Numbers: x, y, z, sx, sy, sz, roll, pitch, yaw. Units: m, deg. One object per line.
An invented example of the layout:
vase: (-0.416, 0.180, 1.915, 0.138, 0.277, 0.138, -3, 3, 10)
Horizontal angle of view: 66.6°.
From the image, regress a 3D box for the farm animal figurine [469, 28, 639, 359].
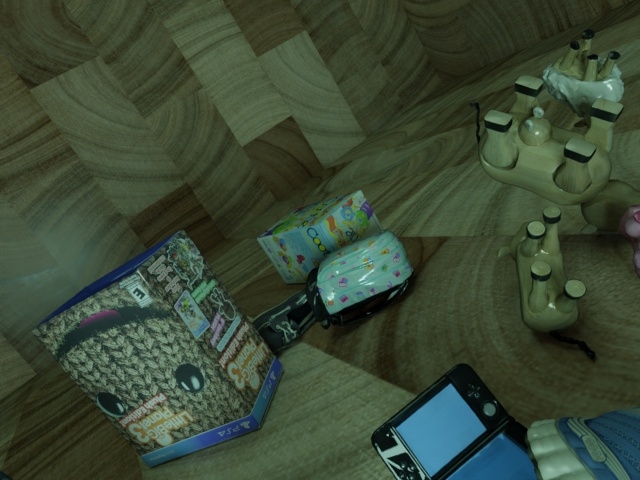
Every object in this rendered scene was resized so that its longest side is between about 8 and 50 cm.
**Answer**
farm animal figurine: (0.313, -0.061, 0.601, 0.330, 0.172, 0.327, -34, 56, -5)

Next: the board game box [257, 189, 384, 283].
board game box: (0.000, 0.000, 1.130, 0.142, 0.144, 0.275, -41, 17, -31)

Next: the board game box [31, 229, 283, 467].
board game box: (-0.243, 0.174, 0.766, 0.231, 0.291, 0.141, -27, 16, 21)

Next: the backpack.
backpack: (0.068, 0.060, 0.850, 0.181, 0.115, 0.152, -26, 13, 14)

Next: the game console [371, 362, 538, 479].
game console: (0.123, 0.183, 0.426, 0.122, 0.107, 0.071, -34, -14, -10)

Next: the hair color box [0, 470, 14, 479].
hair color box: (-0.354, 0.403, 0.403, 0.347, 0.174, 0.105, -48, 19, -24)

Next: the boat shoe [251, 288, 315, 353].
boat shoe: (-0.066, 0.154, 0.903, 0.206, 0.075, 0.064, -38, 12, -38)

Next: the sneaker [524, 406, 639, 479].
sneaker: (0.200, 0.169, 0.191, 0.147, 0.130, 0.330, -31, 14, 15)
